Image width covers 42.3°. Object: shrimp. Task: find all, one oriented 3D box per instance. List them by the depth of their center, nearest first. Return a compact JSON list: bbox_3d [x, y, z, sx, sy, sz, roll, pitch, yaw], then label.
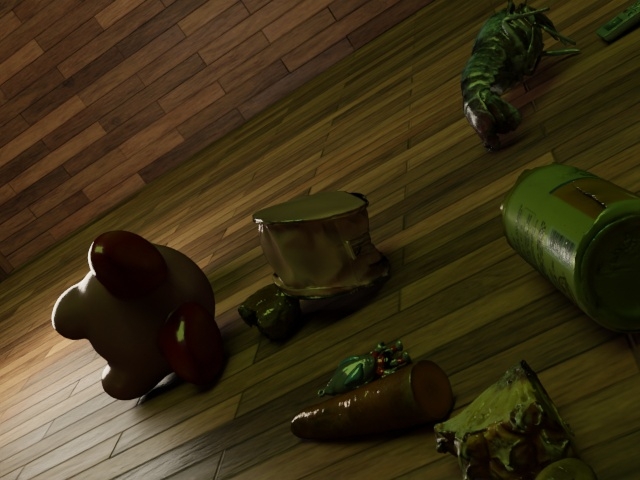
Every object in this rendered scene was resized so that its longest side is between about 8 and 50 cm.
[{"bbox_3d":[0.328,-0.311,1.430,0.410,0.166,0.221,-46,-7,-43],"label":"shrimp"}]

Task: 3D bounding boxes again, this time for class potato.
[{"bbox_3d":[0.164,0.196,0.599,0.092,0.047,0.045,-31,28,-21],"label":"potato"}]

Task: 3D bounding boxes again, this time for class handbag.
[{"bbox_3d":[0.000,0.002,1.202,0.179,0.117,0.205,-14,14,-12],"label":"handbag"}]

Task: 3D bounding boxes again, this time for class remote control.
[{"bbox_3d":[0.557,-0.397,1.426,0.162,0.029,0.061,-35,15,18],"label":"remote control"}]

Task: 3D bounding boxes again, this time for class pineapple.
[{"bbox_3d":[0.155,0.151,0.692,0.137,0.069,0.116,-17,26,49],"label":"pineapple"}]

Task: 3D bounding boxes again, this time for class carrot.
[{"bbox_3d":[0.039,0.179,0.868,0.209,0.061,0.061,-27,19,40],"label":"carrot"}]

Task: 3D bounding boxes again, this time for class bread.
[{"bbox_3d":[-0.068,0.105,1.228,0.082,0.060,0.113,-40,20,-13],"label":"bread"}]

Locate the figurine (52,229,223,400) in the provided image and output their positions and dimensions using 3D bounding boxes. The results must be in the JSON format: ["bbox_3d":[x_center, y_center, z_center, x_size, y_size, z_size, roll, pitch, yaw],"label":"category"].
[{"bbox_3d":[-0.266,0.107,1.327,0.261,0.270,0.211,-34,7,44],"label":"figurine"}]

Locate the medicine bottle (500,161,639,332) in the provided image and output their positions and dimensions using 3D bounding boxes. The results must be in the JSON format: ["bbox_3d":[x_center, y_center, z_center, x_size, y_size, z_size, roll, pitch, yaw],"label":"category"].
[{"bbox_3d":[0.263,-0.005,0.815,0.124,0.124,0.239,-34,17,5],"label":"medicine bottle"}]

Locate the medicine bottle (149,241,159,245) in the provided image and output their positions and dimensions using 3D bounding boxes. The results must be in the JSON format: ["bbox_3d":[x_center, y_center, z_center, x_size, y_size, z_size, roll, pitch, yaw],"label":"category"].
[{"bbox_3d":[-0.352,0.082,1.664,0.147,0.147,0.143,-38,20,-7],"label":"medicine bottle"}]

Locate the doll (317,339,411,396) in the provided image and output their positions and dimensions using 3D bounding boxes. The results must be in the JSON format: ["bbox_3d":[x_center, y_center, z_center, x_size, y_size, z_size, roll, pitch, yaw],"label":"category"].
[{"bbox_3d":[0.047,0.150,0.943,0.114,0.039,0.057,-27,60,1],"label":"doll"}]
